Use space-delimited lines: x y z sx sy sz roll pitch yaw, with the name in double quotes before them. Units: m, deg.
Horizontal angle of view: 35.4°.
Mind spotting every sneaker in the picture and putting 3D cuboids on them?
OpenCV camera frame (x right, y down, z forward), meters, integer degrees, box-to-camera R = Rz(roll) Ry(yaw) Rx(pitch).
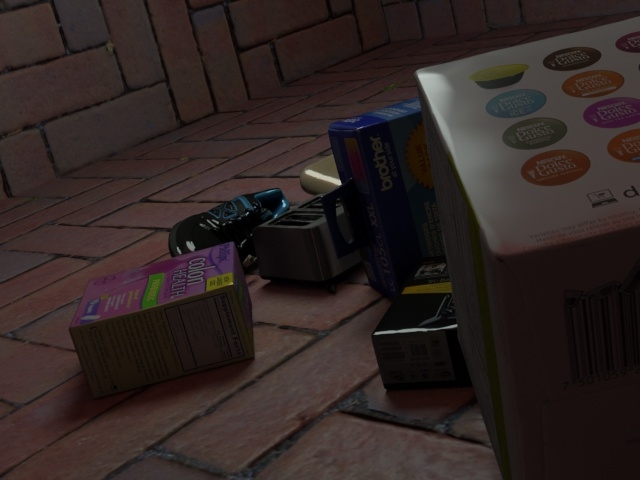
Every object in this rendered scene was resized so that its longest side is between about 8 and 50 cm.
"sneaker" -0.163 -0.020 1.807 0.139 0.125 0.341 -26 12 23

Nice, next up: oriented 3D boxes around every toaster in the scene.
"toaster" 0.000 0.000 1.686 0.185 0.110 0.168 4 26 45

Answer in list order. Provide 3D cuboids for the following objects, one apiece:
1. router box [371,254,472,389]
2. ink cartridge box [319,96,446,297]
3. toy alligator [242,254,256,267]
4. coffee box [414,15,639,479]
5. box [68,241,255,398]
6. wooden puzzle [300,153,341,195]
"router box" 0.246 0.088 1.261 0.308 0.081 0.243 -6 20 24
"ink cartridge box" 0.183 -0.083 1.528 0.395 0.270 0.151 -19 12 -12
"toy alligator" -0.076 0.018 1.798 0.051 0.056 0.189 33 31 8
"coffee box" 0.293 0.023 0.883 0.337 0.338 0.334 -13 32 2
"box" -0.230 0.113 1.505 0.243 0.117 0.213 -14 17 0
"wooden puzzle" 0.182 -0.148 1.893 0.322 0.080 0.348 21 35 28
